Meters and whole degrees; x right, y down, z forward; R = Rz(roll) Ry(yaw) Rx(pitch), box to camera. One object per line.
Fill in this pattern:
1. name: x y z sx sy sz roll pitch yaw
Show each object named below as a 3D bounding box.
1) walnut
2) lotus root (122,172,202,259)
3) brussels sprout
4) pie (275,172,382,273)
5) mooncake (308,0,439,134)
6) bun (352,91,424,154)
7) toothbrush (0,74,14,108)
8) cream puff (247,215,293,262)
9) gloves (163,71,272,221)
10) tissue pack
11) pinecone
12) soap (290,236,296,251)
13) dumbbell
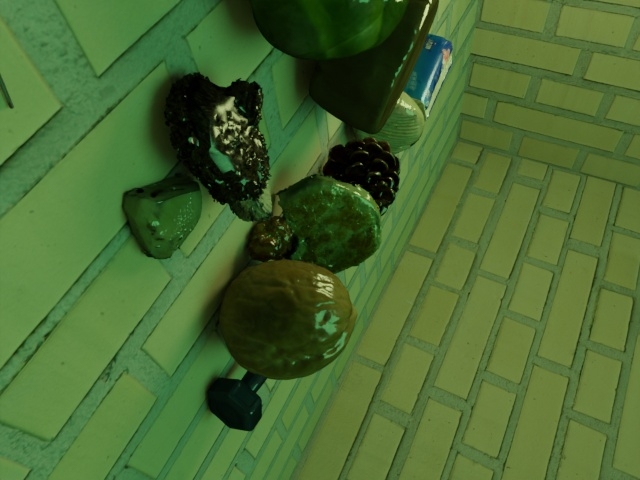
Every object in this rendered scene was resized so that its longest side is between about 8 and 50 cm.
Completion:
1. walnut: -0.075 0.186 1.247 0.333 0.332 0.333 -54 155 -39
2. lotus root: -0.261 -0.034 0.894 0.143 0.070 0.144 -45 149 -50
3. brussels sprout: 0.017 -0.495 0.919 0.315 0.275 0.371 58 46 -50
4. pie: 0.021 -0.025 1.384 0.078 0.296 0.371 -98 -173 -47
5. mooncake: 0.126 -0.455 1.237 0.378 0.200 0.378 -64 176 -8
6. bun: 0.209 -0.376 1.629 0.239 0.239 0.141 77 12 -58
7. toothbrush: -0.359 -0.191 0.570 0.008 0.006 0.097 -56 157 -44
8. cream puff: -0.121 0.000 1.280 0.116 0.094 0.122 65 44 -67
9. gloves: -0.162 -0.167 0.920 0.312 0.135 0.210 47 50 -70
10. tissue pack: 0.303 -0.551 1.708 0.270 0.209 0.137 -63 162 -19
11. pinecone: 0.120 -0.172 1.516 0.309 0.244 0.244 -80 179 -62
12. soap: 0.002 0.001 1.631 0.259 0.081 0.181 -29 135 -63
13. dumbbell: -0.169 0.363 1.431 0.316 0.143 0.156 -50 153 -44
